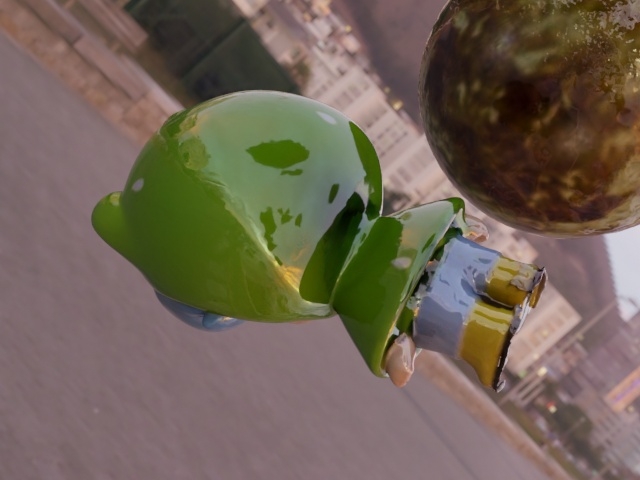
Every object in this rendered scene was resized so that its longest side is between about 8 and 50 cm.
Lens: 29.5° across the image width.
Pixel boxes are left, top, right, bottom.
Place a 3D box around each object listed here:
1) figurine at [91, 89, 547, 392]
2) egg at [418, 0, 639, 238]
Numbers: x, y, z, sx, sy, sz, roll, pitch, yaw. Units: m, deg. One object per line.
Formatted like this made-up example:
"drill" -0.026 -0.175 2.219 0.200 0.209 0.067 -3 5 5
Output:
"figurine" 0.000 0.000 0.724 0.263 0.162 0.143 22 -32 17
"egg" 0.209 -0.130 0.922 0.238 0.289 0.238 23 49 -30
